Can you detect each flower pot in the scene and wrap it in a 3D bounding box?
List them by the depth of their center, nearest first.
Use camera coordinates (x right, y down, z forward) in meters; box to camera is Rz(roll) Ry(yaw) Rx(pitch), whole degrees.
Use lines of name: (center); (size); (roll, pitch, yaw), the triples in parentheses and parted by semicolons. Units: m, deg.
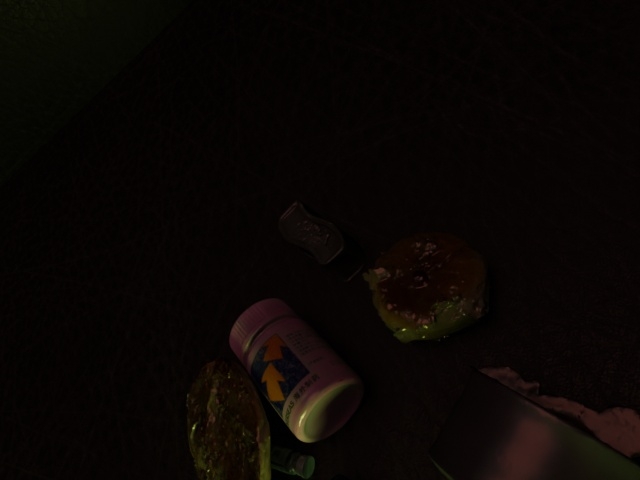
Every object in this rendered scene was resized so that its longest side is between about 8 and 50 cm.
flower pot: (0.000, 0.000, 1.379); (0.103, 0.108, 0.229); (-53, 49, 1)

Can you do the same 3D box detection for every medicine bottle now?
medicine bottle: (-0.058, 0.274, 1.231); (0.178, 0.178, 0.290); (-50, 51, 1)
medicine bottle: (-0.103, 0.474, 1.241); (0.191, 0.051, 0.051); (4, 69, 34)

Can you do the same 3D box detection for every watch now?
watch: (0.307, 0.330, 0.864); (0.335, 0.327, 0.314); (28, 83, 40)

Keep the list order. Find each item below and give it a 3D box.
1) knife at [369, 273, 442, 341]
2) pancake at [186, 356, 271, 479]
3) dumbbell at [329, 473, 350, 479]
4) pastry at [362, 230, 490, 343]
knife: (0.180, 0.146, 1.246); (0.035, 0.018, 0.247); (-52, 47, 4)
pancake: (-0.210, 0.437, 1.248); (0.356, 0.065, 0.356); (-6, 83, 49)
dumbbell: (-0.041, 0.595, 1.077); (0.325, 0.160, 0.144); (-39, 80, 10)
pastry: (0.220, 0.085, 1.169); (0.257, 0.121, 0.236); (-21, 50, 17)
